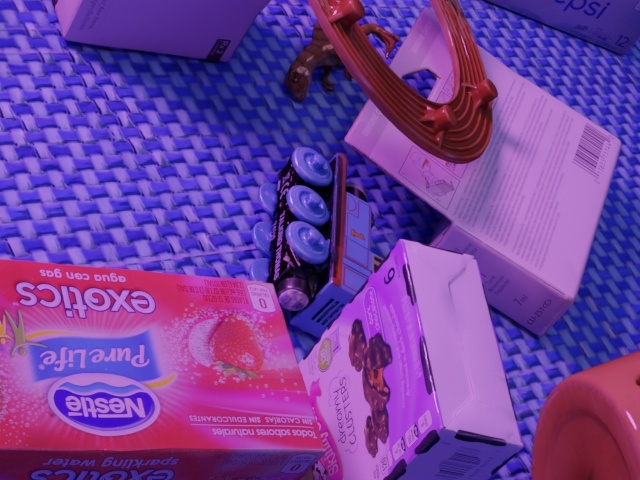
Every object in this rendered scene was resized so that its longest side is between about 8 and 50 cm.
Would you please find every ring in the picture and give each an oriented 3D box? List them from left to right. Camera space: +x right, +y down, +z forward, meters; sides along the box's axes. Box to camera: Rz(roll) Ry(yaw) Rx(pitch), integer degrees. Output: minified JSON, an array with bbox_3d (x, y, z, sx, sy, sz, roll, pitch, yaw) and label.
[{"bbox_3d":[0.073,-0.227,1.310,0.336,0.032,0.336,40,35,-35],"label":"ring"}]

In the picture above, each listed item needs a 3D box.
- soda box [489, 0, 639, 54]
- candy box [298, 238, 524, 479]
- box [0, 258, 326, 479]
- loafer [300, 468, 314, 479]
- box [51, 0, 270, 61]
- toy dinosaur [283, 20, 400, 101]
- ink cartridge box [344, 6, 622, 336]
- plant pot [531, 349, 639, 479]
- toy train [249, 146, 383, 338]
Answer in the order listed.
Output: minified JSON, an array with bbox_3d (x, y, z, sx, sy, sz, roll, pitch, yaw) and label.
[{"bbox_3d":[0.273,-0.330,1.715,0.286,0.091,0.098,17,43,-22],"label":"soda box"},{"bbox_3d":[0.050,0.126,1.027,0.070,0.196,0.165,14,44,-26],"label":"candy box"},{"bbox_3d":[-0.171,0.115,0.915,0.300,0.154,0.142,7,49,-33],"label":"box"},{"bbox_3d":[-0.049,0.152,1.046,0.050,0.056,0.148,5,39,-32],"label":"loafer"},{"bbox_3d":[-0.136,-0.274,1.293,0.182,0.181,0.119,3,50,-35],"label":"box"},{"bbox_3d":[0.020,-0.215,1.443,0.112,0.064,0.211,28,40,-9],"label":"toy dinosaur"},{"bbox_3d":[0.159,-0.078,1.407,0.261,0.066,0.296,34,39,-3],"label":"ink cartridge box"},{"bbox_3d":[0.297,0.195,1.102,0.203,0.291,0.291,-3,52,-17],"label":"plant pot"},{"bbox_3d":[0.000,0.000,1.212,0.105,0.080,0.184,30,37,-22],"label":"toy train"}]
